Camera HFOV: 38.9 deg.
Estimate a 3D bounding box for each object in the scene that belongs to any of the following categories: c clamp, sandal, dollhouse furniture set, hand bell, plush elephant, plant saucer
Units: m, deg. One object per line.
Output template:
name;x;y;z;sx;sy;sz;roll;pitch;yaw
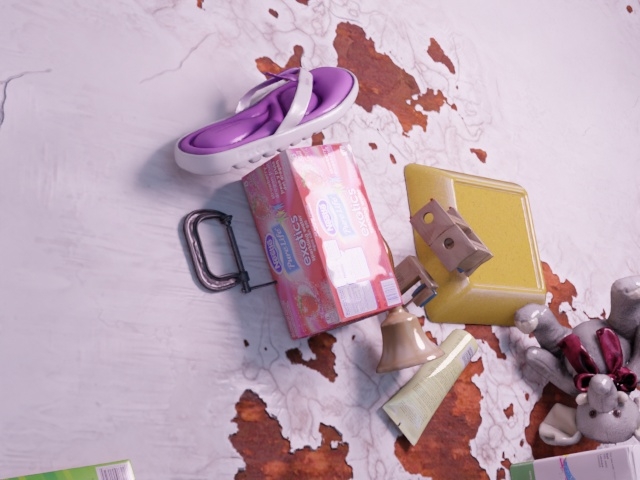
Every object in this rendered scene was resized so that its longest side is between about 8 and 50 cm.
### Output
c clamp;-0.157;0.018;1.494;0.137;0.022;0.160;-20;87;-37
sandal;-0.076;-0.233;1.548;0.416;0.169;0.102;-40;136;-40
dollhouse furniture set;0.200;0.033;1.698;0.129;0.184;0.129;54;16;20
hand bell;0.125;0.101;1.598;0.126;0.126;0.242;-14;87;-41
plush elephant;0.548;0.280;1.782;0.255;0.272;0.330;-84;157;-52
plant saucer;0.339;0.003;1.857;0.333;0.081;0.333;7;69;-38

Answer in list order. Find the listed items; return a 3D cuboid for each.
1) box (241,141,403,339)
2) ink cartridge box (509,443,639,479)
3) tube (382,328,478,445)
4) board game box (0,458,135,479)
box;0.000;0.000;1.541;0.154;0.142;0.300;-12;81;-42
ink cartridge box;0.530;0.456;1.694;0.201;0.278;0.117;9;67;-36
tube;0.205;0.259;1.666;0.070;0.062;0.240;25;50;25
board game box;-0.352;0.361;1.167;0.259;0.039;0.124;3;54;-41
